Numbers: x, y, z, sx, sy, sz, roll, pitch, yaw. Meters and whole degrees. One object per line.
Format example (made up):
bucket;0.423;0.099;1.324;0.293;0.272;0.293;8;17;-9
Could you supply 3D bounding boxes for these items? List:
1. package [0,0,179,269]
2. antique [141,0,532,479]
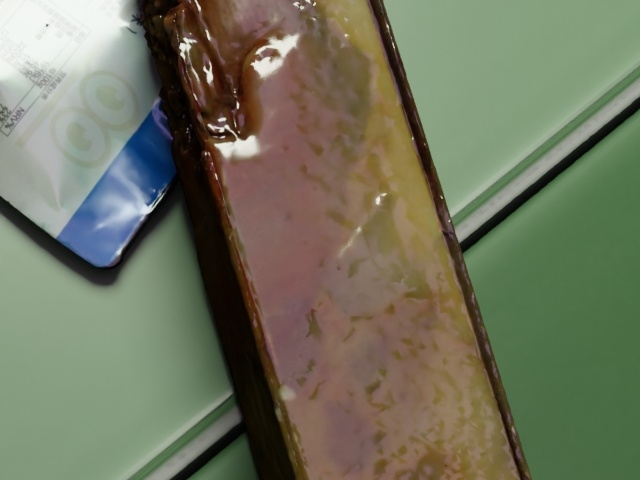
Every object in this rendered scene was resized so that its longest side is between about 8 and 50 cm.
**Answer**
package;-0.115;-0.099;0.773;0.173;0.027;0.171;37;69;-3
antique;0.000;0.000;0.727;0.093;0.087;0.310;-15;85;-13
